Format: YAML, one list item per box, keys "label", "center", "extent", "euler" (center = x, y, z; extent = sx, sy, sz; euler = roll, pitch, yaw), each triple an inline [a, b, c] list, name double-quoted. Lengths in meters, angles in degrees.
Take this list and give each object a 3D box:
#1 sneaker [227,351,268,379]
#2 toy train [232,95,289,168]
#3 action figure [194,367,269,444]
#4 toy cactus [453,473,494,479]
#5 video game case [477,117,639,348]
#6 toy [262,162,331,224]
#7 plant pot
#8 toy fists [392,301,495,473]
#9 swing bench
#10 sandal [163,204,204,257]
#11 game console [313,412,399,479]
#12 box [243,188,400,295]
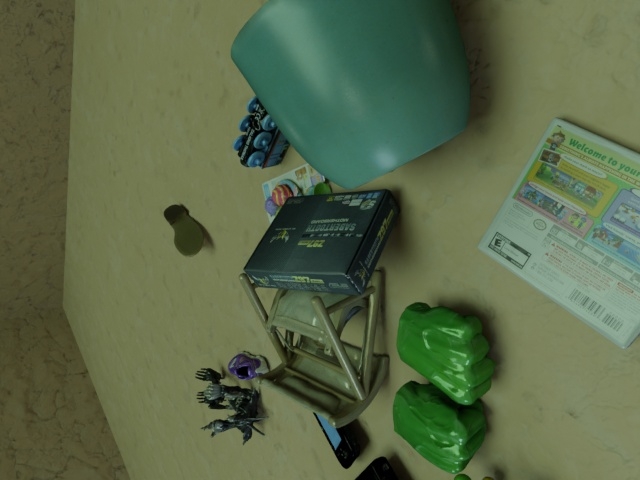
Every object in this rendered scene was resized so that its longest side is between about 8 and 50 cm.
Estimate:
- label: "sneaker"
  center: [-0.208, 0.336, 1.296]
  extent: [0.170, 0.071, 0.068]
  euler: [-19, 85, 52]
- label: "toy train"
  center: [-0.108, -0.226, 0.996]
  extent: [0.080, 0.105, 0.184]
  euler: [49, 134, 19]
- label: "action figure"
  center: [-0.263, 0.459, 1.345]
  extent: [0.276, 0.141, 0.164]
  euler: [13, 98, 50]
- label: "toy cactus"
  center: [0.288, 0.433, 0.700]
  extent: [0.219, 0.112, 0.180]
  euler: [15, 130, 26]
- label: "video game case"
  center: [0.319, -0.014, 0.577]
  extent: [0.212, 0.023, 0.193]
  euler: [42, 120, 36]
- label: "toy"
  center: [-0.069, -0.077, 1.028]
  extent: [0.237, 0.056, 0.136]
  euler: [-12, 90, 51]
- label: "plant pot"
  center: [0.063, -0.211, 0.665]
  extent: [0.293, 0.293, 0.235]
  euler: [-19, 101, 51]
- label: "toy fists"
  center: [0.197, 0.234, 0.763]
  extent: [0.142, 0.096, 0.279]
  euler: [28, 122, 53]
- label: "swing bench"
  center: [-0.012, 0.180, 0.950]
  extent: [0.253, 0.165, 0.254]
  euler: [10, 113, 48]
- label: "sandal"
  center: [-0.390, -0.013, 1.440]
  extent: [0.240, 0.088, 0.079]
  euler: [49, 165, 40]
- label: "game console"
  center: [0.052, 0.450, 1.010]
  extent: [0.361, 0.044, 0.213]
  euler: [56, 140, 32]
- label: "box"
  center: [0.000, 0.000, 0.840]
  extent: [0.233, 0.183, 0.059]
  euler: [0, 140, 40]
